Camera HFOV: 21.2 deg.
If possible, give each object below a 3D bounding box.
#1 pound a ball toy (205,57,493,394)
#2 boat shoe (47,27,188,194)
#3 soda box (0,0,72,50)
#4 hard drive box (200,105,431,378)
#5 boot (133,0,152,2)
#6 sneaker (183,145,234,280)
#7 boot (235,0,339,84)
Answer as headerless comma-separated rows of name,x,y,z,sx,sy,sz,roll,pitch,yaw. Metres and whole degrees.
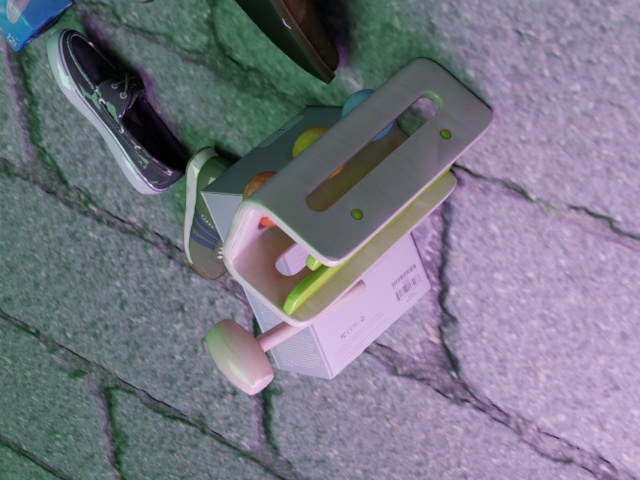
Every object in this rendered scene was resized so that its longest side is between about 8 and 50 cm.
pound a ball toy,0.004,-0.023,1.682,0.135,0.319,0.208,41,145,11
boat shoe,-0.234,-0.159,2.029,0.076,0.080,0.229,-23,103,36
soda box,-0.394,-0.334,2.032,0.210,0.071,0.067,51,145,-3
hard drive box,0.000,0.000,1.832,0.089,0.181,0.232,7,127,45
boot,-0.294,-0.332,1.830,0.236,0.178,0.085,29,101,18
sneaker,-0.113,-0.015,2.038,0.086,0.064,0.192,31,139,31
boot,-0.038,-0.276,1.684,0.112,0.115,0.305,33,164,43
